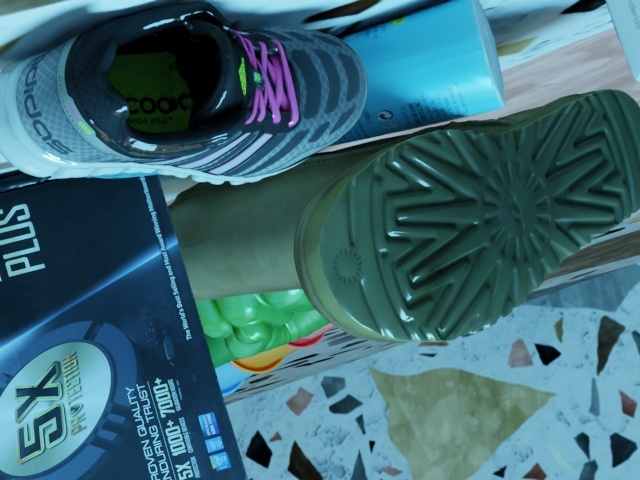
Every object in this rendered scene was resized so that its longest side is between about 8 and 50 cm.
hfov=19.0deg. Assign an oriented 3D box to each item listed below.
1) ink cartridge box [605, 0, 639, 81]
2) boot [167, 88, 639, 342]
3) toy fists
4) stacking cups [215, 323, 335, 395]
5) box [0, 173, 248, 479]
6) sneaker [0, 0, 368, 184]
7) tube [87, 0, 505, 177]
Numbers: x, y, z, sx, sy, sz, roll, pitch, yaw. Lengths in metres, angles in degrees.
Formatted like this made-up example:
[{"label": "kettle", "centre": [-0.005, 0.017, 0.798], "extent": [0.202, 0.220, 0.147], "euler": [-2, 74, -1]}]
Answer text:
[{"label": "ink cartridge box", "centre": [0.235, -0.133, 0.761], "extent": [0.231, 0.078, 0.134], "euler": [-21, 172, 23]}, {"label": "boot", "centre": [0.000, 0.000, 0.948], "extent": [0.236, 0.089, 0.269], "euler": [-17, -174, -43]}, {"label": "toy fists", "centre": [-0.054, 0.032, 1.247], "extent": [0.142, 0.096, 0.279], "euler": [-10, 171, -41]}, {"label": "stacking cups", "centre": [-0.079, 0.075, 1.600], "extent": [0.096, 0.096, 0.316], "euler": [-11, 165, -42]}, {"label": "box", "centre": [-0.135, 0.061, 0.941], "extent": [0.147, 0.180, 0.077], "euler": [-14, 174, -20]}, {"label": "sneaker", "centre": [-0.040, -0.057, 0.741], "extent": [0.170, 0.063, 0.075], "euler": [-6, 173, -37]}, {"label": "tube", "centre": [-0.022, -0.057, 0.864], "extent": [0.207, 0.052, 0.080], "euler": [-15, 170, 11]}]
